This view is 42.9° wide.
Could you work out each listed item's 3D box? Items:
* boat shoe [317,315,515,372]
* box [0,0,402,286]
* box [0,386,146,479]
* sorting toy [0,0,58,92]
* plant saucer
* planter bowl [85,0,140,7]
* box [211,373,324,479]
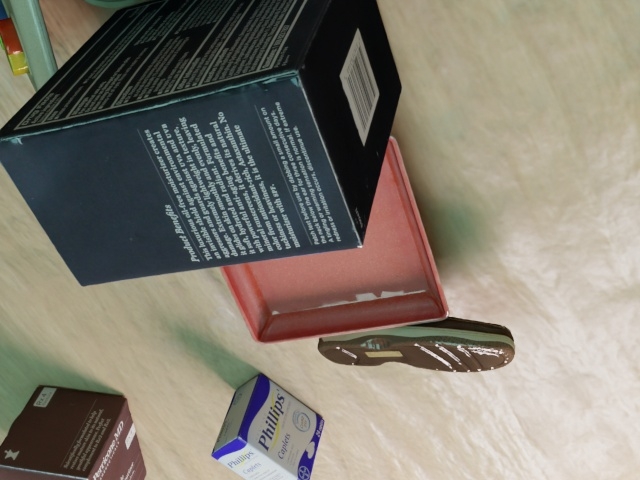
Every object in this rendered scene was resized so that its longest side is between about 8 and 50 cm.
[{"bbox_3d":[0.121,0.107,1.045,0.258,0.095,0.095,0,148,22],"label":"boat shoe"},{"bbox_3d":[-0.096,-0.125,0.796,0.294,0.296,0.182,-8,125,20],"label":"box"},{"bbox_3d":[-0.407,0.377,1.344,0.167,0.168,0.203,6,129,10],"label":"box"},{"bbox_3d":[-0.330,-0.253,0.839,0.038,0.208,0.193,-22,130,-22],"label":"sorting toy"},{"bbox_3d":[0.000,0.000,0.969,0.259,0.047,0.258,-11,121,18],"label":"plant saucer"},{"bbox_3d":[-0.208,-0.298,0.793,0.162,0.162,0.109,17,155,1],"label":"planter bowl"},{"bbox_3d":[-0.076,0.296,1.226,0.137,0.126,0.072,38,128,-16],"label":"box"}]
